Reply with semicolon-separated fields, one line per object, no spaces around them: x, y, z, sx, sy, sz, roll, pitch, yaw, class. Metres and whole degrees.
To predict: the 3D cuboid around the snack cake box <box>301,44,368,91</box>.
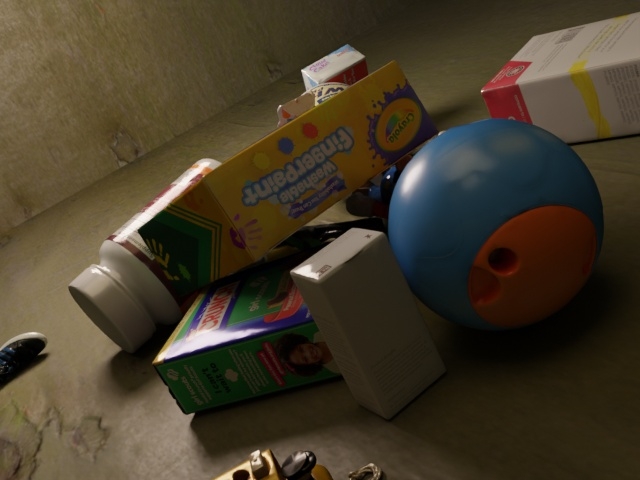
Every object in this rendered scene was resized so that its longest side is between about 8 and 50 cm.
0.056;-0.360;2.158;0.152;0.264;0.089;-31;48;-16;snack cake box

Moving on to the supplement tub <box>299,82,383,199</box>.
0.050;-0.234;1.913;0.235;0.236;0.325;-26;21;0;supplement tub

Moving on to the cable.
0.000;0.000;1.710;0.287;0.072;0.139;-7;13;13;cable

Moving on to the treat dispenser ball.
0.236;-0.021;1.115;0.288;0.288;0.288;-23;21;9;treat dispenser ball

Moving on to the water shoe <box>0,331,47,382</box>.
-0.704;0.282;1.834;0.203;0.073;0.080;-27;47;-4;water shoe

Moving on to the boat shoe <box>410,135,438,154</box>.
0.229;-0.253;1.991;0.066;0.063;0.184;-32;21;-15;boat shoe

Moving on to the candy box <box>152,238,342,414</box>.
-0.077;0.134;1.347;0.317;0.122;0.268;-20;21;21;candy box

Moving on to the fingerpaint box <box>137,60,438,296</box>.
-0.068;-0.108;1.474;0.444;0.163;0.371;-36;6;-29;fingerpaint box

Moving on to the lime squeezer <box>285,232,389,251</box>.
0.015;0.002;1.594;0.310;0.059;0.110;1;55;27;lime squeezer

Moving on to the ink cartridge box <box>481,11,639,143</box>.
0.567;-0.327;1.637;0.384;0.161;0.279;-4;30;45;ink cartridge box

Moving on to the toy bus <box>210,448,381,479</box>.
-0.059;0.300;0.958;0.190;0.104;0.202;-10;26;36;toy bus

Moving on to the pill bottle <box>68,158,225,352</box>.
-0.310;0.031;1.694;0.392;0.224;0.224;-45;27;-23;pill bottle

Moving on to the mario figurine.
0.161;-0.130;1.608;0.170;0.198;0.320;12;2;-20;mario figurine

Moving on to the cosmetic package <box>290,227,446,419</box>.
0.066;0.109;1.084;0.117;0.231;0.085;-34;22;-23;cosmetic package

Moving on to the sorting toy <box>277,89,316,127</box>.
-0.051;-0.247;1.605;0.083;0.045;0.075;-33;-3;-33;sorting toy
